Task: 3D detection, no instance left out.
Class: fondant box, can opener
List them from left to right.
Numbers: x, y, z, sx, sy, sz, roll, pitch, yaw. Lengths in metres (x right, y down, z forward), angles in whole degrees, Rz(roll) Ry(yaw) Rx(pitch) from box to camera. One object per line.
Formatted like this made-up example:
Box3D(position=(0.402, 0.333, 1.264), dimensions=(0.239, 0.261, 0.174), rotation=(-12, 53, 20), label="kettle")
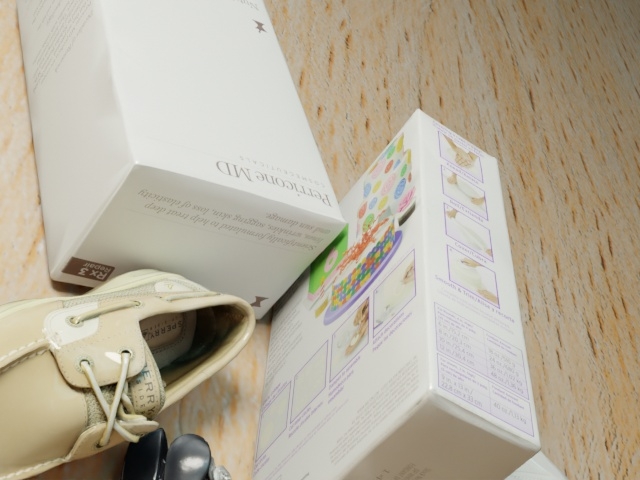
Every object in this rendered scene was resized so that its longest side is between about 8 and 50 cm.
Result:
Box3D(position=(-0.096, 0.212, 0.672), dimensions=(0.059, 0.073, 0.186), rotation=(64, 13, -47), label="can opener")
Box3D(position=(0.048, 0.083, 0.785), dimensions=(0.096, 0.238, 0.330), rotation=(27, 36, -18), label="fondant box")

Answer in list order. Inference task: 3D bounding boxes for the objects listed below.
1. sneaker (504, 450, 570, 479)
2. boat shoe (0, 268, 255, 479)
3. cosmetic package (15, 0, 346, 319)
Box3D(position=(0.211, 0.300, 0.828), dimensions=(0.292, 0.108, 0.169), rotation=(36, 34, 12), label="sneaker")
Box3D(position=(-0.153, 0.091, 0.672), dimensions=(0.098, 0.109, 0.302), rotation=(6, 16, 27), label="boat shoe")
Box3D(position=(-0.145, -0.130, 0.918), dimensions=(0.217, 0.156, 0.385), rotation=(13, 41, -38), label="cosmetic package")
